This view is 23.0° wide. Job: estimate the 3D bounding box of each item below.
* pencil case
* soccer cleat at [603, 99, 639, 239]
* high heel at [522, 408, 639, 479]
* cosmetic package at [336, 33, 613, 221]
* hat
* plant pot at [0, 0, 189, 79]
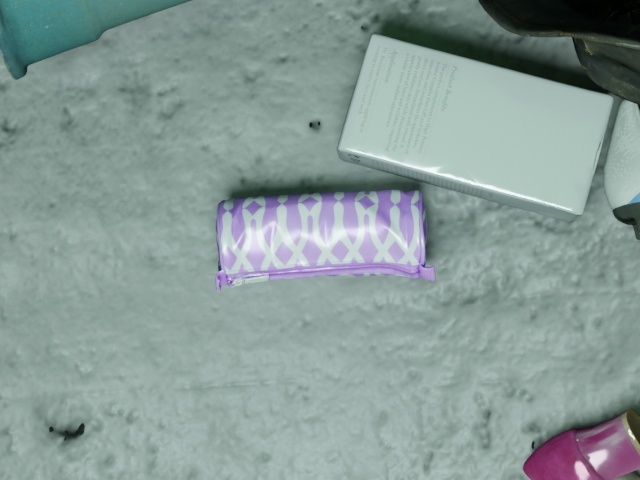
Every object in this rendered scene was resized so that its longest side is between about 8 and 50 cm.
[{"bbox_3d":[0.000,0.000,1.445,0.206,0.086,0.088,-5,50,6],"label":"pencil case"},{"bbox_3d":[0.420,-0.080,1.405,0.331,0.116,0.143,-2,84,5],"label":"soccer cleat"},{"bbox_3d":[0.286,0.276,1.414,0.117,0.082,0.244,-30,95,29],"label":"high heel"},{"bbox_3d":[0.141,-0.102,1.448,0.231,0.085,0.117,17,86,4],"label":"cosmetic package"},{"bbox_3d":[0.295,-0.197,1.386,0.331,0.331,0.134,-10,122,4],"label":"hat"},{"bbox_3d":[-0.153,-0.346,1.388,0.334,0.341,0.341,-14,83,-4],"label":"plant pot"}]
